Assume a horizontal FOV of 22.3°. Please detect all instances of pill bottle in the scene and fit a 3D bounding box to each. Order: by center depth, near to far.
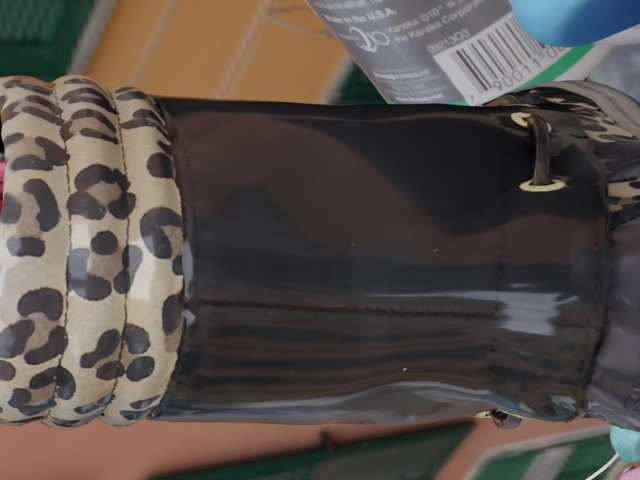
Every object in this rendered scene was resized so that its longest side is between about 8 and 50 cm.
[{"bbox_3d":[0.038,-0.253,1.027,0.204,0.361,0.204,-28,33,21],"label":"pill bottle"}]

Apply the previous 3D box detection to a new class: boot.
[{"bbox_3d":[0.000,0.000,0.661,0.377,0.284,0.138,-141,55,-72],"label":"boot"}]

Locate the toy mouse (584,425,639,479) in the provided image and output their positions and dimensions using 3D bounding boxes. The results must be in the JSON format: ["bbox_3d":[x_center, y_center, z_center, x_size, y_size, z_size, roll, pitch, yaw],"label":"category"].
[{"bbox_3d":[0.220,0.139,1.076,0.143,0.161,0.031,-21,115,36],"label":"toy mouse"}]

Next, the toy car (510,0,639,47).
[{"bbox_3d":[0.119,-0.066,0.374,0.159,0.182,0.136,132,154,-62],"label":"toy car"}]
